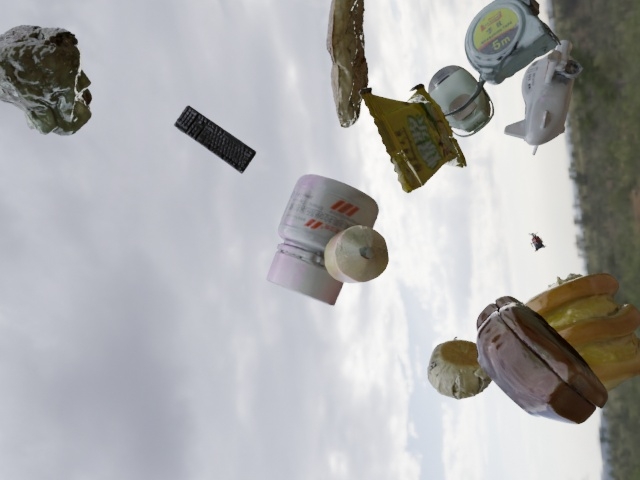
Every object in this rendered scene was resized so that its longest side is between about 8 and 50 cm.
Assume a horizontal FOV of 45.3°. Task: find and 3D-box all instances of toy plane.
[{"bbox_3d":[0.450,-0.287,1.546,0.244,0.117,0.245,15,-90,-77],"label":"toy plane"},{"bbox_3d":[0.643,0.001,2.287,0.060,0.037,0.145,64,-165,6],"label":"toy plane"}]

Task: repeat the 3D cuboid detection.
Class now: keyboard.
[{"bbox_3d":[-0.279,-0.268,2.018,0.072,0.231,0.023,-55,-6,4],"label":"keyboard"}]

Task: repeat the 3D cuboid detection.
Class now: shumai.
[{"bbox_3d":[-0.542,-0.290,1.447,0.189,0.255,0.218,-42,-48,-27],"label":"shumai"}]

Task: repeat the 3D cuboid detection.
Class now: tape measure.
[{"bbox_3d":[0.282,-0.329,1.458,0.084,0.330,0.164,27,-138,-43],"label":"tape measure"}]

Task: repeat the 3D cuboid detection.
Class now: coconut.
[{"bbox_3d":[0.091,0.037,1.927,0.152,0.147,0.147,158,110,-68],"label":"coconut"}]

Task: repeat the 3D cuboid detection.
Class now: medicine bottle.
[{"bbox_3d":[0.000,0.000,2.159,0.325,0.256,0.256,-67,-25,-5],"label":"medicine bottle"}]

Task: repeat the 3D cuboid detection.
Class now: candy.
[{"bbox_3d":[0.170,-0.188,1.314,0.187,0.081,0.297,61,-147,0],"label":"candy"}]

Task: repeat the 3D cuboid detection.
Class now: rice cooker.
[{"bbox_3d":[0.386,-0.383,2.105,0.206,0.145,0.127,57,-159,13],"label":"rice cooker"}]

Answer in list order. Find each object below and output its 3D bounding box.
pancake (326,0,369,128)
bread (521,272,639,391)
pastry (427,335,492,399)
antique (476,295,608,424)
[{"bbox_3d":[0.066,-0.439,1.714,0.387,0.082,0.387,0,-90,-83],"label":"pancake"},{"bbox_3d":[0.563,0.194,1.637,0.270,0.315,0.211,60,142,33],"label":"bread"},{"bbox_3d":[0.320,0.289,1.741,0.166,0.165,0.088,-65,-23,-55],"label":"pastry"},{"bbox_3d":[0.363,0.206,1.315,0.223,0.129,0.278,36,-169,-31],"label":"antique"}]
